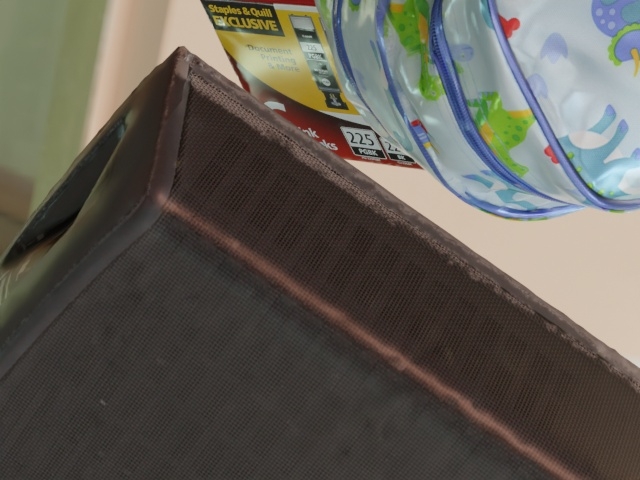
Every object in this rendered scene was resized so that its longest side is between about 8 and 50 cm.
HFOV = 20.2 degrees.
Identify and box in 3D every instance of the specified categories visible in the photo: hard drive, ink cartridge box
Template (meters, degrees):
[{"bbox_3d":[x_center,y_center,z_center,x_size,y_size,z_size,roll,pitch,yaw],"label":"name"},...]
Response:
[{"bbox_3d":[-0.039,0.101,0.416,0.172,0.255,0.054,35,-153,-3],"label":"hard drive"},{"bbox_3d":[0.054,-0.208,1.704,0.309,0.272,0.130,9,-130,37],"label":"ink cartridge box"}]

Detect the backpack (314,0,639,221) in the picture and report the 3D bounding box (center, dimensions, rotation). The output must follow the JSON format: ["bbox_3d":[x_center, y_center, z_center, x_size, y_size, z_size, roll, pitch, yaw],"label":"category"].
[{"bbox_3d":[0.165,-0.168,0.930,0.355,0.290,0.273,-26,-147,1],"label":"backpack"}]
